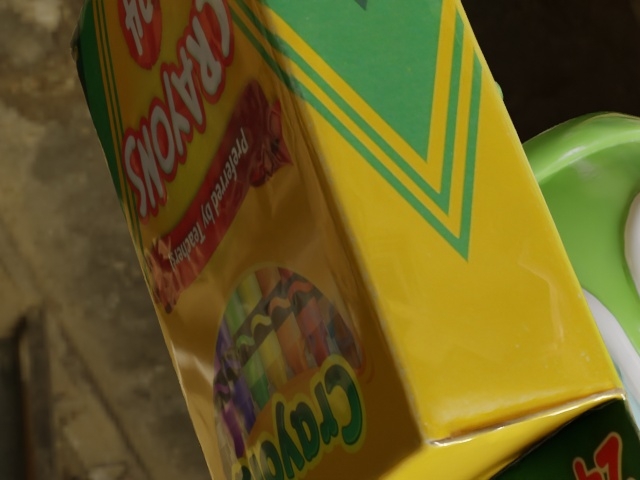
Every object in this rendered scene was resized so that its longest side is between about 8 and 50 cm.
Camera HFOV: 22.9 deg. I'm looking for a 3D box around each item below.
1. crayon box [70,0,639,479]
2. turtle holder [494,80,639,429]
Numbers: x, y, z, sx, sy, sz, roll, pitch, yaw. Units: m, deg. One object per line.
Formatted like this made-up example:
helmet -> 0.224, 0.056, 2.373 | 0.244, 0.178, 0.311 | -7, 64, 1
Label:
crayon box -> 0.000, 0.000, 0.602 | 0.081, 0.319, 0.202 | -12, 159, -25
turtle holder -> 0.105, 0.093, 0.838 | 0.320, 0.227, 0.243 | -39, 155, 2
